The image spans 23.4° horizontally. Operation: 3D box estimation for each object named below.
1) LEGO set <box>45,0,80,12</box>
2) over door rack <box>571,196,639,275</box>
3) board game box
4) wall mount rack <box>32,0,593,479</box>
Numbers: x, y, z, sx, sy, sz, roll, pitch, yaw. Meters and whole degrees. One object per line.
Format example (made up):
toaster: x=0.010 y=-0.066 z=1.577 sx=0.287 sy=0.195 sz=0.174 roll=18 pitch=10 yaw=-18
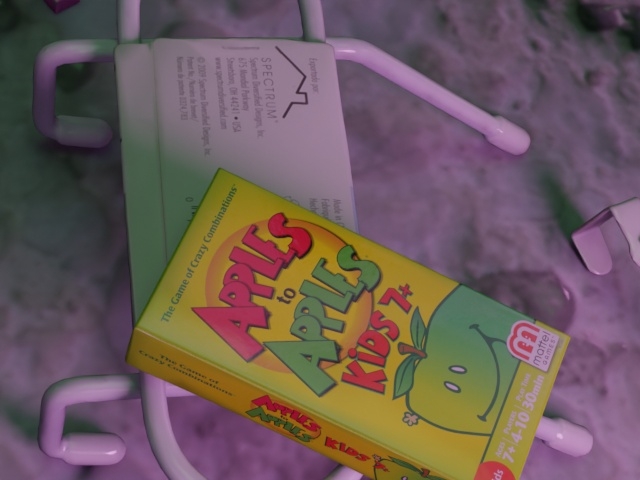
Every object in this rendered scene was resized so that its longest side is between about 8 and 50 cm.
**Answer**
LEGO set: x=-0.191 y=-0.264 z=0.956 sx=0.087 sy=0.093 sz=0.227 roll=-32 pitch=71 yaw=-28
over door rack: x=0.328 y=0.068 z=0.876 sx=0.239 sy=0.108 sz=0.324 roll=-19 pitch=66 yaw=-24
board game box: x=0.013 y=0.050 z=0.706 sx=0.181 sy=0.043 sz=0.092 roll=26 pitch=62 yaw=-1
wall mount rack: x=0.000 y=0.000 z=0.833 sx=0.304 sy=0.130 sz=0.350 roll=-1 pitch=61 yaw=-11
